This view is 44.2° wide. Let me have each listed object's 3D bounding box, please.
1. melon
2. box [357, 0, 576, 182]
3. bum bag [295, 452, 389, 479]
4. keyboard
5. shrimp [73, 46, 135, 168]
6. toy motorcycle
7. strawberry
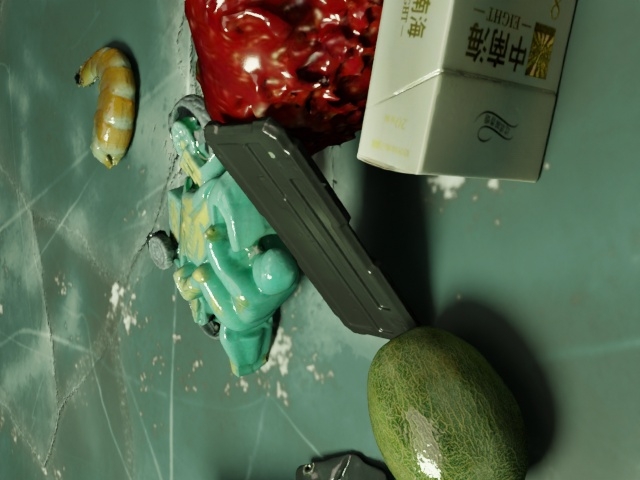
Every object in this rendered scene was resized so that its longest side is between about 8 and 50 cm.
[{"bbox_3d":[0.100,0.148,0.624,0.114,0.114,0.167,-50,57,35],"label":"melon"},{"bbox_3d":[0.118,-0.167,0.571,0.067,0.155,0.243,20,106,45],"label":"box"},{"bbox_3d":[0.028,0.331,0.740,0.123,0.060,0.249,-26,71,47],"label":"bum bag"},{"bbox_3d":[0.000,0.000,0.667,0.106,0.262,0.016,7,52,47],"label":"keyboard"},{"bbox_3d":[-0.309,-0.189,1.094,0.166,0.049,0.161,21,103,45],"label":"shrimp"},{"bbox_3d":[-0.087,0.010,0.802,0.198,0.109,0.297,42,142,35],"label":"toy motorcycle"},{"bbox_3d":[0.007,-0.198,0.654,0.220,0.274,0.274,11,100,9],"label":"strawberry"}]
